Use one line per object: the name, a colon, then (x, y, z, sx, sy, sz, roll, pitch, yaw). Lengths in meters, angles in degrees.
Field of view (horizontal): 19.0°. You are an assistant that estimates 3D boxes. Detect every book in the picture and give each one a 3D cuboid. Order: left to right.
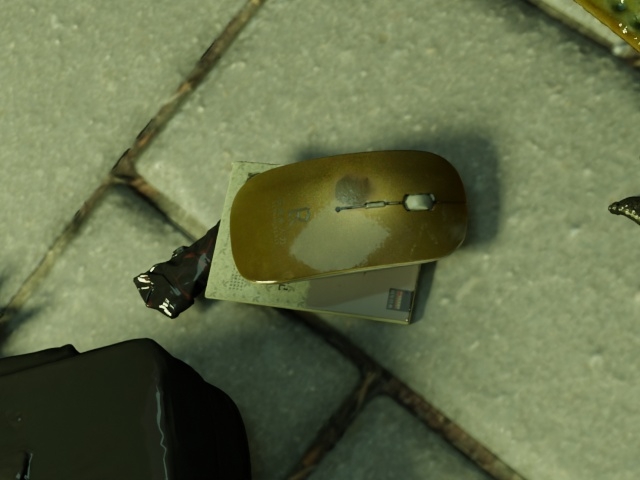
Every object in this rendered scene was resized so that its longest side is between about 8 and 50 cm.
book: (0.000, 0.000, 1.597, 0.182, 0.014, 0.127, 7, 71, 16)

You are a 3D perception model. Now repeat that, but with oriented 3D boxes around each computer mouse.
computer mouse: (0.020, -0.018, 1.567, 0.199, 0.045, 0.102, -7, 70, 11)

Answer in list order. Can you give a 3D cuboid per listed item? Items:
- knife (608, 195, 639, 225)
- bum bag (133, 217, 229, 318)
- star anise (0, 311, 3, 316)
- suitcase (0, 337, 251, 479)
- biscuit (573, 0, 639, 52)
knife: (0.285, 0.045, 1.459, 0.045, 0.021, 0.222, -31, 55, 9)
bum bag: (-0.099, 0.020, 1.642, 0.124, 0.034, 0.058, -34, 65, 3)
star anise: (-0.366, 0.113, 1.714, 0.195, 0.065, 0.182, 34, 90, 28)
suitcase: (-0.226, 0.255, 1.511, 0.345, 0.188, 0.339, -17, 64, 20)
biscuit: (0.309, -0.268, 1.589, 0.231, 0.016, 0.139, -45, 56, 1)
